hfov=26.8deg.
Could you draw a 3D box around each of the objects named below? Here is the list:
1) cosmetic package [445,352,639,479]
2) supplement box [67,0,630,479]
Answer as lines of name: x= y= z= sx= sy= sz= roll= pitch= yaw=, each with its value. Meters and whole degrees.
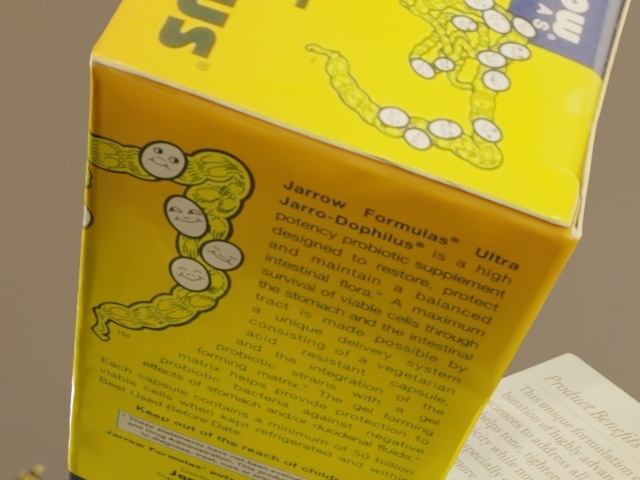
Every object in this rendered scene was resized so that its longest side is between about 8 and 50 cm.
cosmetic package: x=0.133 y=0.345 z=1.020 sx=0.329 sy=0.393 sz=0.327 roll=40 pitch=-37 yaw=56
supplement box: x=0.000 y=0.000 z=0.677 sx=0.195 sy=0.194 sz=0.356 roll=19 pitch=-38 yaw=2
